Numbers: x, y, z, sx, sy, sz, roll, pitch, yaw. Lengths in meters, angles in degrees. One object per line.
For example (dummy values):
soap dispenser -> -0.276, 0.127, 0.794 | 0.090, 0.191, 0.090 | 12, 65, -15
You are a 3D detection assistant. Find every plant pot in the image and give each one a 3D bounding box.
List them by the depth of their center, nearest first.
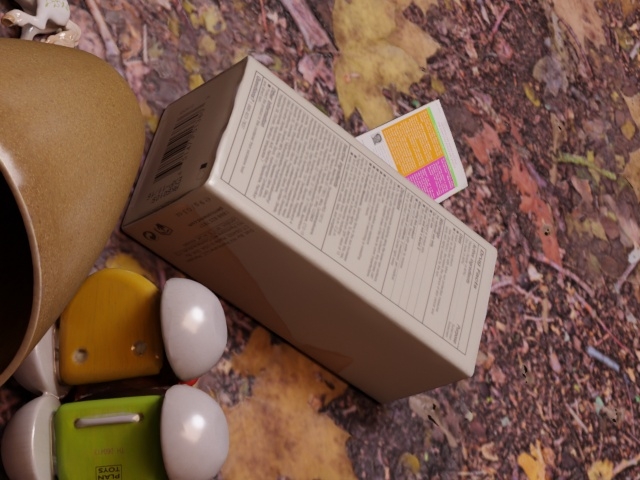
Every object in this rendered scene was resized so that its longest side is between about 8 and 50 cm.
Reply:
plant pot -> -0.228, -0.044, 0.996 | 0.237, 0.237, 0.254 | 59, 31, -8

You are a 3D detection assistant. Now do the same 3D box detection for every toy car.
toy car -> -0.140, 0.118, 1.069 | 0.136, 0.159, 0.182 | 60, 25, -66

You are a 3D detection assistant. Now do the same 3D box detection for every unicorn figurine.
unicorn figurine -> -0.243, -0.218, 1.166 | 0.111, 0.060, 0.162 | -41, 118, -46

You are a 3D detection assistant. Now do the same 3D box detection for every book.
book -> 0.083, -0.072, 1.431 | 0.144, 0.035, 0.096 | -28, 96, -46

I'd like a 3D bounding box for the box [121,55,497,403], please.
box -> 0.000, 0.000, 1.251 | 0.311, 0.121, 0.148 | 37, 50, -27
